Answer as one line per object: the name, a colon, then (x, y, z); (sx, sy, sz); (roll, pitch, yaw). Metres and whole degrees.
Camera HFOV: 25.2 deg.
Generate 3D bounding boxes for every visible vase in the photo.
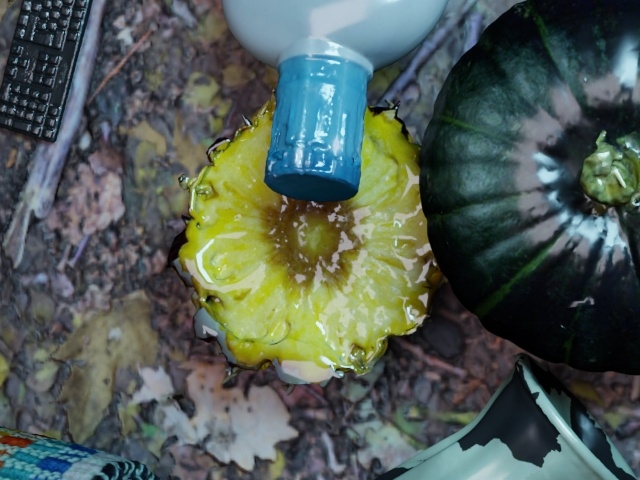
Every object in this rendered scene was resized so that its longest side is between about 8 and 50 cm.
vase: (0.031, 0.230, 0.920); (0.360, 0.165, 0.165); (-41, 74, 12)

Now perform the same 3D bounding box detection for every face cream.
face cream: (0.011, -0.192, 0.942); (0.163, 0.080, 0.336); (1, 73, 22)

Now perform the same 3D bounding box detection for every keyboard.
keyboard: (-0.204, -0.181, 1.105); (0.061, 0.013, 0.204); (17, 94, 23)

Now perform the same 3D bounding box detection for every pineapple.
pineapple: (0.000, 0.000, 0.976); (0.225, 0.076, 0.225); (-4, 79, 19)

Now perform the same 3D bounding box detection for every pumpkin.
pumpkin: (0.177, -0.041, 0.834); (0.250, 0.216, 0.250); (2, 95, 21)

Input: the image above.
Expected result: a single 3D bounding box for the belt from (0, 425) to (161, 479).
belt: (-0.213, 0.275, 0.990); (0.160, 0.207, 0.295); (12, 107, 18)
